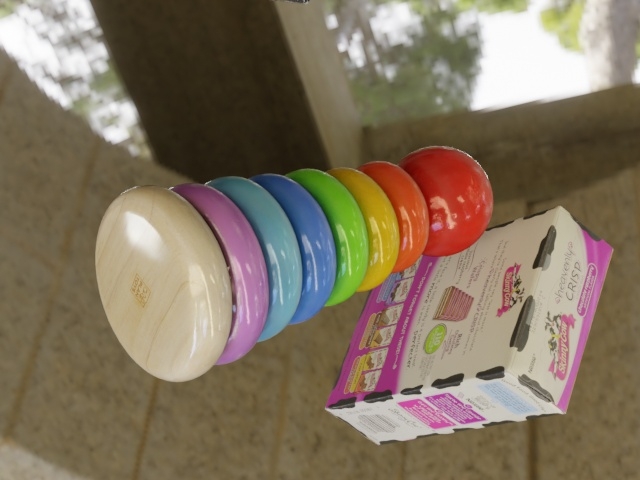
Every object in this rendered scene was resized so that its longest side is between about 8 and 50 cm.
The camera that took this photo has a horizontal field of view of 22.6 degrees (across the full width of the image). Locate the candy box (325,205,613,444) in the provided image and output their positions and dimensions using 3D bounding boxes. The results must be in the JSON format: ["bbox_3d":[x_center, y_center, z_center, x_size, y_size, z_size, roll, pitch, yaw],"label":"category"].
[{"bbox_3d":[0.121,0.076,1.333,0.233,0.071,0.159,-19,-138,52],"label":"candy box"}]

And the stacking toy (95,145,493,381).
[{"bbox_3d":[0.000,0.000,1.214,0.330,0.141,0.141,-15,-150,-38],"label":"stacking toy"}]

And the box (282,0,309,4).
[{"bbox_3d":[-0.111,-0.357,1.318,0.294,0.182,0.296,7,-136,18],"label":"box"}]
